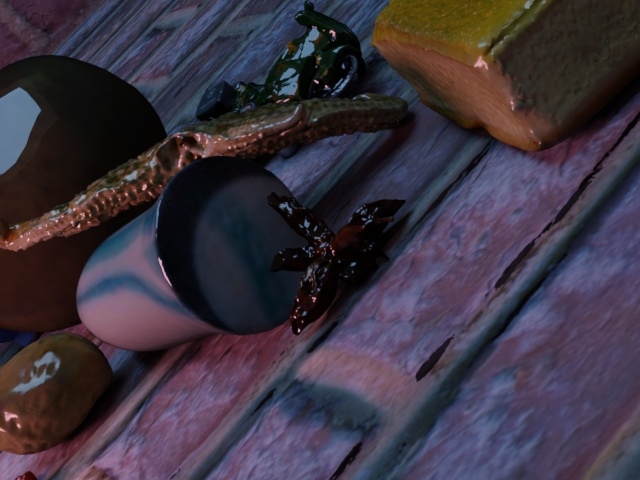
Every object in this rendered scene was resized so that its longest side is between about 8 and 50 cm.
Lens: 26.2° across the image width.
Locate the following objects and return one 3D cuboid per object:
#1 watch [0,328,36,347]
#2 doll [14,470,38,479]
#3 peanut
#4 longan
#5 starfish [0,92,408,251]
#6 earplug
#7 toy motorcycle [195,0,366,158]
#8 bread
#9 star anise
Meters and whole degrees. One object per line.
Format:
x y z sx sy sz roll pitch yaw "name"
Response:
-0.554 0.160 1.907 0.274 0.241 0.305 -51 18 30 "watch"
-0.396 0.307 1.522 0.194 0.062 0.104 -26 27 23 "doll"
-0.312 0.173 1.564 0.159 0.109 0.140 -28 35 5 "peanut"
-0.361 -0.063 1.771 0.361 0.361 0.361 -36 22 17 "longan"
-0.126 -0.084 1.559 0.432 0.082 0.324 -25 -8 28 "starfish"
-0.173 0.043 1.487 0.324 0.185 0.185 -24 28 51 "earplug"
-0.046 -0.201 1.779 0.274 0.125 0.187 -27 36 36 "toy motorcycle"
0.239 -0.258 1.348 0.333 0.143 0.323 -44 22 -2 "bread"
0.009 -0.005 1.308 0.140 0.144 0.158 -7 64 9 "star anise"
